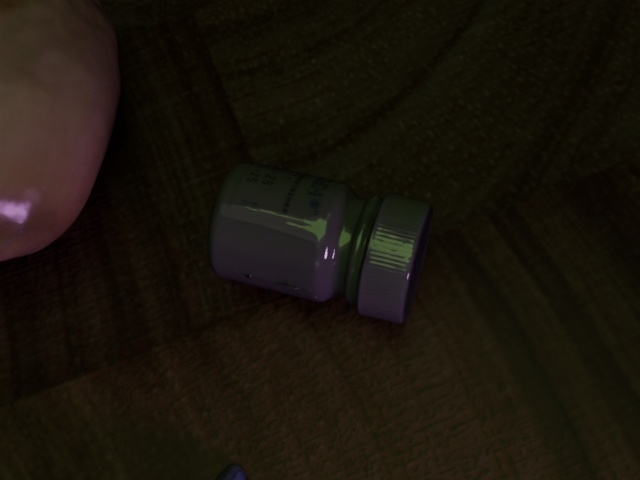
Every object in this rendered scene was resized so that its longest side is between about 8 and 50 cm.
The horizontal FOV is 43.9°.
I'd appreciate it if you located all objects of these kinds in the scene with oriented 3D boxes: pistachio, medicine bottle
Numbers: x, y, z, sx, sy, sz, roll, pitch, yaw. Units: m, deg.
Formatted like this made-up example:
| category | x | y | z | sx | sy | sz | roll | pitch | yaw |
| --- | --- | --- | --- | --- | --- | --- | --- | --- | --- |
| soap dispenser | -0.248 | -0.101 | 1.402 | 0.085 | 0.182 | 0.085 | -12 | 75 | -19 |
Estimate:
| category | x | y | z | sx | sy | sz | roll | pitch | yaw |
| --- | --- | --- | --- | --- | --- | --- | --- | --- | --- |
| pistachio | -0.282 | -0.112 | 0.693 | 0.188 | 0.187 | 0.299 | 2 | 63 | 7 |
| medicine bottle | 0.000 | 0.000 | 0.657 | 0.168 | 0.105 | 0.105 | 14 | 69 | 12 |

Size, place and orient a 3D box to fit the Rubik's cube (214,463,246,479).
| category | x | y | z | sx | sy | sz | roll | pitch | yaw |
| --- | --- | --- | --- | --- | --- | --- | --- | --- | --- |
| Rubik's cube | -0.112 | 0.317 | 0.514 | 0.228 | 0.229 | 0.233 | 24 | 110 | 53 |
